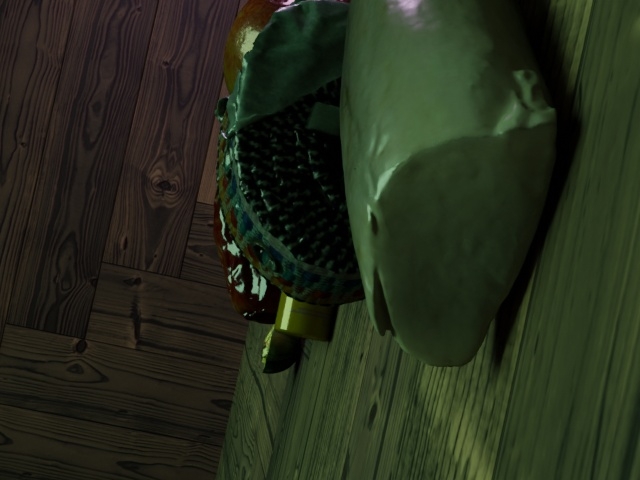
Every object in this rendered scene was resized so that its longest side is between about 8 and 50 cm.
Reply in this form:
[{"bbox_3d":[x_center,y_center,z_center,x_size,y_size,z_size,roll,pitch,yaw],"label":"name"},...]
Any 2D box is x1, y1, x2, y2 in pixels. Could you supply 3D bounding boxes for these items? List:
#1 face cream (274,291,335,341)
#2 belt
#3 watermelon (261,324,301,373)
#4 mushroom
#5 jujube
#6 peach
[{"bbox_3d":[0.000,0.000,1.446,0.078,0.078,0.273,148,134,-81],"label":"face cream"},{"bbox_3d":[0.011,-0.079,0.918,0.150,0.207,0.258,126,148,-68],"label":"belt"},{"bbox_3d":[-0.064,0.177,1.745,0.105,0.062,0.106,17,-90,-90],"label":"watermelon"},{"bbox_3d":[0.081,-0.119,0.732,0.154,0.137,0.407,90,179,-49],"label":"mushroom"},{"bbox_3d":[-0.072,-0.021,1.567,0.197,0.197,0.290,119,153,-69],"label":"jujube"},{"bbox_3d":[-0.016,-0.235,1.400,0.231,0.231,0.231,-168,90,-84],"label":"peach"}]
